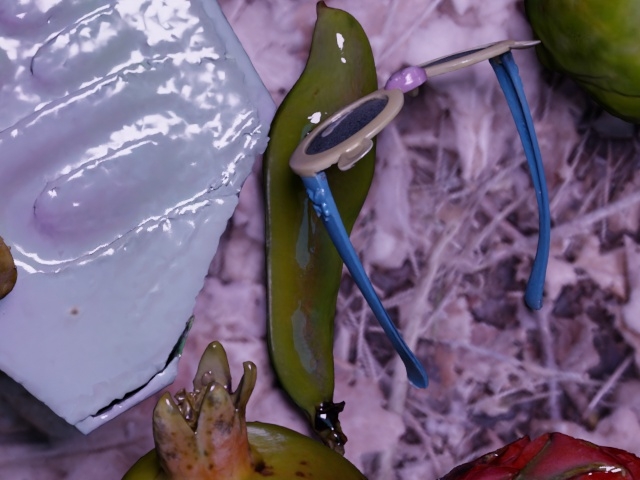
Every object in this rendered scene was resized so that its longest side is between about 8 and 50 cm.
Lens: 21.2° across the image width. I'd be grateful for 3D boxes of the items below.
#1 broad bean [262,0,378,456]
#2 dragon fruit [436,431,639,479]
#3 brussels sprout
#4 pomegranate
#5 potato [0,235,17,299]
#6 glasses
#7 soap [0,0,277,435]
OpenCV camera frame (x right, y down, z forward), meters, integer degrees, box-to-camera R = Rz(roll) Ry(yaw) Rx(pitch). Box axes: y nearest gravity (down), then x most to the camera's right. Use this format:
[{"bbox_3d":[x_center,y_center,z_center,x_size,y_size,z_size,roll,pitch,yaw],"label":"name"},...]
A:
[{"bbox_3d":[-0.003,-0.001,1.173,0.075,0.067,0.325,4,96,9],"label":"broad bean"},{"bbox_3d":[0.174,0.233,1.161,0.234,0.293,0.233,0,89,30],"label":"dragon fruit"},{"bbox_3d":[0.207,-0.167,1.149,0.144,0.180,0.161,-35,109,-2],"label":"brussels sprout"},{"bbox_3d":[-0.047,0.183,1.097,0.198,0.198,0.245,6,98,-14],"label":"pomegranate"},{"bbox_3d":[-0.212,0.007,0.977,0.083,0.040,0.051,36,95,-12],"label":"potato"},{"bbox_3d":[0.069,-0.022,1.157,0.190,0.088,0.220,-34,131,-31],"label":"glasses"},{"bbox_3d":[-0.197,-0.115,1.069,0.261,0.156,0.446,-31,101,-9],"label":"soap"}]
